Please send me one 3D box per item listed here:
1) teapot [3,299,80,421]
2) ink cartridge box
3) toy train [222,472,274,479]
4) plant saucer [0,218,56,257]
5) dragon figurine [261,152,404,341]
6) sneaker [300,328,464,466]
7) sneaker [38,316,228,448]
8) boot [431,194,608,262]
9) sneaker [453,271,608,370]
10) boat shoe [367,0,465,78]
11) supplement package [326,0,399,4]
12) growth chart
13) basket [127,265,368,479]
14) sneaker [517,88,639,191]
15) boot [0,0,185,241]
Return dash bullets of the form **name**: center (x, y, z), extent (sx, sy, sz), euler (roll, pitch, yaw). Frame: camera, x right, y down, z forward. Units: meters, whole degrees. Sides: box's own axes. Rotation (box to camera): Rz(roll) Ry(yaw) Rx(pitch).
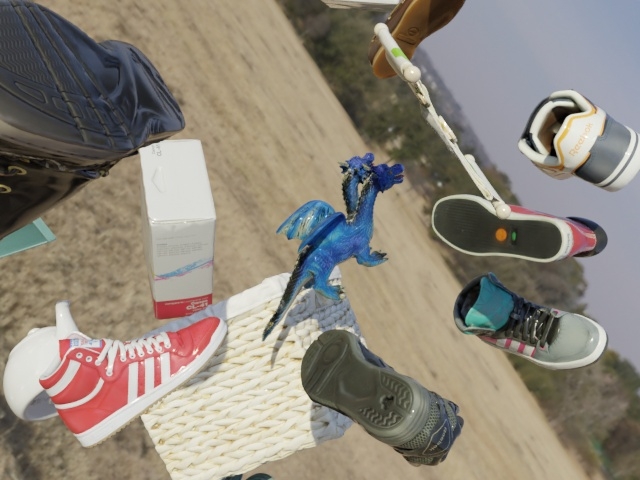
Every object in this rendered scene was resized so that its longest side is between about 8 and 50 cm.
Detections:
- **teapot**: center (-0.643, 0.293, 1.911), extent (0.187, 0.256, 0.252), euler (53, -12, 21)
- **ink cartridge box**: center (-0.293, -0.019, 1.650), extent (0.306, 0.131, 0.226), euler (104, -25, -49)
- **toy train**: center (-0.122, 0.509, 1.396), extent (0.333, 0.190, 0.142), euler (12, -39, 40)
- **plant saucer**: center (-0.601, 0.001, 1.554), extent (0.018, 0.192, 0.067), euler (-79, 147, -50)
- **dragon figurine**: center (0.000, 0.000, 1.100), extent (0.085, 0.289, 0.144), euler (38, -19, 56)
- **sneaker**: center (0.066, 0.173, 0.870), extent (0.130, 0.087, 0.227), euler (42, -12, -30)
- **sneaker**: center (-0.121, 0.071, 0.517), extent (0.067, 0.118, 0.042), euler (56, -13, -16)
- **boot**: center (0.310, -0.017, 1.267), extent (0.244, 0.089, 0.176), euler (16, 12, 41)
- **sneaker**: center (0.352, 0.138, 1.461), extent (0.178, 0.124, 0.295), euler (31, -15, -34)
- **boat shoe**: center (0.141, -0.341, 1.240), extent (0.073, 0.207, 0.073), euler (21, 46, -32)
- **supplement package**: center (0.077, -0.476, 1.411), extent (0.244, 0.133, 0.139), euler (-67, 163, -76)
- **growth chart**: center (0.125, -0.124, 0.850), extent (0.237, 0.021, 0.172), euler (48, 14, -35)
- **basket**: center (-0.108, 0.222, 1.374), extent (0.267, 0.331, 0.328), euler (67, 18, 4)
- **sneaker**: center (0.359, -0.160, 1.202), extent (0.127, 0.126, 0.321), euler (27, 8, -8)
- **boot**: center (-0.299, -0.074, 0.721), extent (0.138, 0.284, 0.377), euler (60, 11, -6)
